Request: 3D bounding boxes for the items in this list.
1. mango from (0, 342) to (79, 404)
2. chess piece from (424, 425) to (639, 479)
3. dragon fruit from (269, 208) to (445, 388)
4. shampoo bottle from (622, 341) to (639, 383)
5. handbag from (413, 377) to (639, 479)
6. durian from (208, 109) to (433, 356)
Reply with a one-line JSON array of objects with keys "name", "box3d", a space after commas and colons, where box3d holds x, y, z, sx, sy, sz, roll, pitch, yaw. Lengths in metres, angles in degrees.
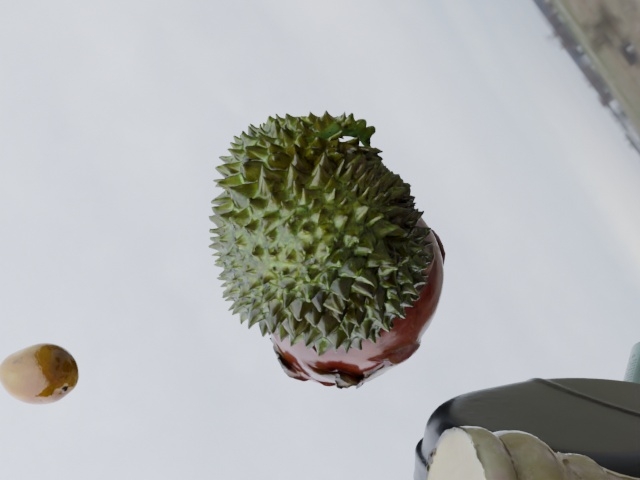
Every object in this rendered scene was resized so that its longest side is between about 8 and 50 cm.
[{"name": "mango", "box3d": [-0.271, 0.126, 1.005, 0.046, 0.089, 0.060, 39, -120, -55]}, {"name": "chess piece", "box3d": [0.268, 0.182, 0.670, 0.396, 0.117, 0.117, 4, -144, -14]}, {"name": "dragon fruit", "box3d": [0.040, 0.050, 1.314, 0.250, 0.250, 0.315, -96, 9, -60]}, {"name": "shampoo bottle", "box3d": [0.389, 0.210, 1.292, 0.056, 0.056, 0.195, 47, -132, -20]}, {"name": "handbag", "box3d": [0.231, 0.190, 0.914, 0.307, 0.253, 0.093, -4, -81, -38]}, {"name": "durian", "box3d": [0.000, 0.003, 0.955, 0.237, 0.200, 0.177, 81, 178, -52]}]
